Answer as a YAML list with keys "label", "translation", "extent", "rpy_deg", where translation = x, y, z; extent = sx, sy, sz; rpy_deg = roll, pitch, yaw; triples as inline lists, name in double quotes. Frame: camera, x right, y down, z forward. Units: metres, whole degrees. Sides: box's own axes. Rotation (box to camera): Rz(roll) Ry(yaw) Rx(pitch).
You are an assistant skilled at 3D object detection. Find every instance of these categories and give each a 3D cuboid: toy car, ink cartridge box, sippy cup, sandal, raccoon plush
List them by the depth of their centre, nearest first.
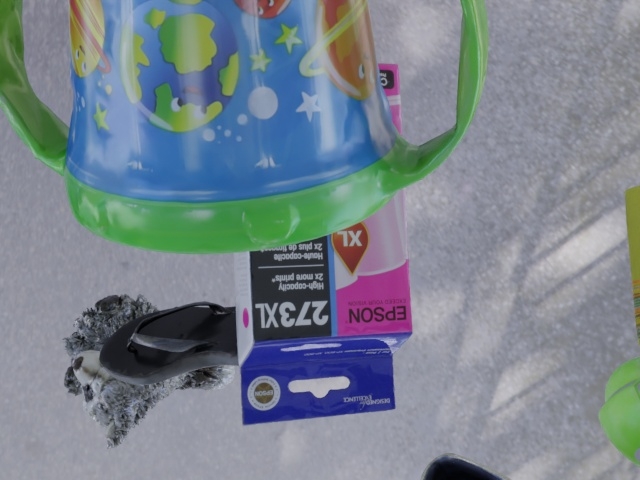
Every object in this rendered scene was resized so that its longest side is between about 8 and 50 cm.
- label: "sippy cup"
  translation: [-0.065, -0.139, 0.611]
  extent: [0.305, 0.240, 0.224]
  rpy_deg: [-12, 115, -17]
- label: "toy car"
  translation: [0.271, 0.190, 0.747]
  extent: [0.053, 0.225, 0.239]
  rpy_deg: [13, 133, -25]
- label: "ink cartridge box"
  translation: [0.000, 0.000, 0.967]
  extent: [0.176, 0.069, 0.371]
  rpy_deg: [-2, 89, -21]
- label: "sandal"
  translation: [-0.142, 0.102, 1.057]
  extent: [0.254, 0.097, 0.054]
  rpy_deg: [-11, 133, 24]
- label: "raccoon plush"
  translation: [-0.283, 0.258, 1.800]
  extent: [0.446, 0.299, 0.216]
  rpy_deg: [7, 110, -37]

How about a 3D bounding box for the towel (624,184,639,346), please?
- label: "towel"
  translation: [0.372, 0.015, 0.969]
  extent: [0.102, 0.237, 0.021]
  rpy_deg: [-16, 128, 26]

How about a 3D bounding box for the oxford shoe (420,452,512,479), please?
- label: "oxford shoe"
  translation: [0.130, 0.246, 0.584]
  extent: [0.140, 0.397, 0.146]
  rpy_deg: [-36, 96, -5]
